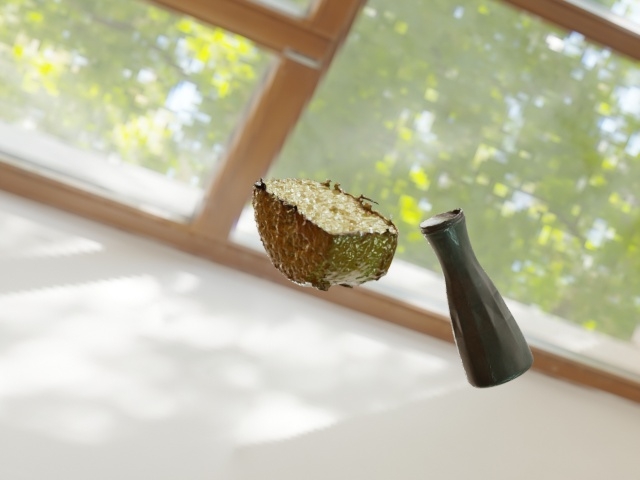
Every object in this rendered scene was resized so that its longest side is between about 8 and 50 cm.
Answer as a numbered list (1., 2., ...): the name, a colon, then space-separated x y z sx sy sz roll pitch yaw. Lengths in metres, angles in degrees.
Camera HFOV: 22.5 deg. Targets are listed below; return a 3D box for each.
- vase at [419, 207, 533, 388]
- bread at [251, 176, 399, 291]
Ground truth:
1. vase: 0.183 0.068 1.953 0.086 0.086 0.214 7 -58 67
2. bread: 0.004 0.002 2.430 0.261 0.160 0.147 33 -61 46
